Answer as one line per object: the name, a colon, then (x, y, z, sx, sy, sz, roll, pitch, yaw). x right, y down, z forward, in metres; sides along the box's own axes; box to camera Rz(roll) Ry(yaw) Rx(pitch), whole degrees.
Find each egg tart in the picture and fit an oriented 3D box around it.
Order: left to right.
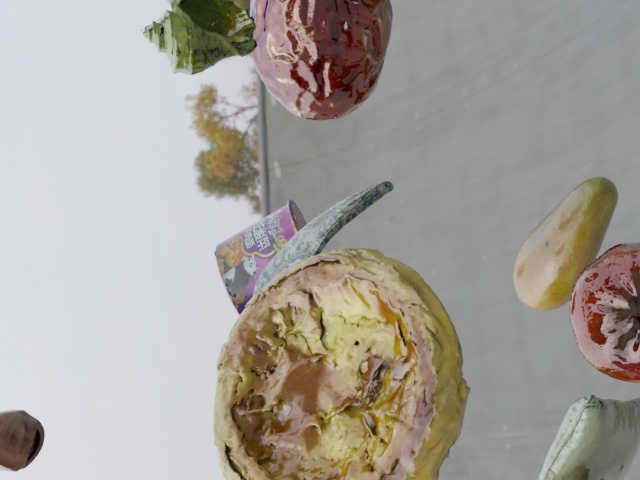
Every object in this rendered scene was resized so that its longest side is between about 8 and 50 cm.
egg tart: (0.020, 0.150, 0.766, 0.115, 0.290, 0.290, 38, -138, -53)

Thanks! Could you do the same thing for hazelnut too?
hazelnut: (-0.398, 0.255, 0.969, 0.086, 0.086, 0.086, -5, -90, -88)

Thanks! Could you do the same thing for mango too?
mango: (0.358, 0.008, 1.113, 0.227, 0.099, 0.136, -65, -3, 31)

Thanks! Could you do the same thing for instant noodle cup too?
instant noodle cup: (-0.099, 0.062, 1.615, 0.251, 0.190, 0.251, -23, -90, -85)

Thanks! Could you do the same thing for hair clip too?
hair clip: (-0.002, -0.001, 0.941, 0.036, 0.229, 0.066, 48, 179, -32)

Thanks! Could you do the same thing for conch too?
conch: (-0.117, -0.208, 0.744, 0.074, 0.121, 0.089, 40, 131, 53)

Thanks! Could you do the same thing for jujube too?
jujube: (-0.003, -0.301, 0.997, 0.197, 0.197, 0.290, -92, -1, -54)

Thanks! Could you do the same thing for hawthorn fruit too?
hawthorn fruit: (0.361, 0.077, 0.843, 0.194, 0.157, 0.157, -2, -93, -63)

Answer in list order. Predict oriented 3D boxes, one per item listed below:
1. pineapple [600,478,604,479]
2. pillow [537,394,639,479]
pineapple: (0.349, 0.407, 0.968, 0.135, 0.233, 0.079, 46, 139, 31)
pillow: (0.415, 0.312, 1.138, 0.302, 0.075, 0.185, 15, -78, -50)
